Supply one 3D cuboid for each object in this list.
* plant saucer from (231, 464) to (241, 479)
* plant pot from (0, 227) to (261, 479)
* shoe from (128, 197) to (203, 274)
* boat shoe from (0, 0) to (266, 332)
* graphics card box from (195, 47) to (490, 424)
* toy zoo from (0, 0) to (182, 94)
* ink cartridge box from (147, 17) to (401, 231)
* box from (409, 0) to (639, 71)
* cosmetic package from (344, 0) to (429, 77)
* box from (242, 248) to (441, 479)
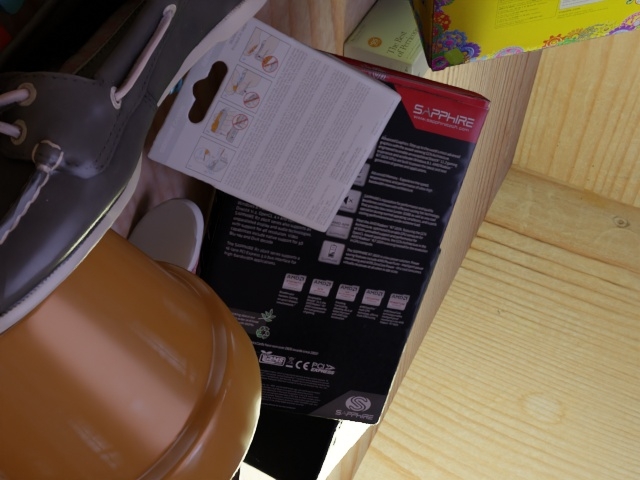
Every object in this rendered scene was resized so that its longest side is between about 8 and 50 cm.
[{"bbox_3d":[-0.186,0.332,0.843,0.311,0.050,0.311,-49,151,-40],"label":"plant saucer"},{"bbox_3d":[-0.164,0.069,0.505,0.205,0.205,0.188,-59,146,-27],"label":"plant pot"},{"bbox_3d":[-0.142,0.039,0.740,0.178,0.063,0.081,-66,166,15],"label":"shoe"},{"bbox_3d":[-0.130,-0.100,0.431,0.335,0.112,0.096,-63,146,-34],"label":"boat shoe"},{"bbox_3d":[0.000,0.000,0.823,0.094,0.232,0.371,-118,-139,-67],"label":"graphics card box"},{"bbox_3d":[-0.142,-0.173,0.514,0.192,0.030,0.293,-63,163,-15],"label":"toy zoo"},{"bbox_3d":[-0.040,-0.102,0.690,0.145,0.179,0.045,-60,-155,14],"label":"ink cartridge box"},{"bbox_3d":[0.216,-0.351,0.776,0.177,0.289,0.279,78,1,-62],"label":"box"},{"bbox_3d":[0.126,-0.300,1.079,0.239,0.098,0.060,-58,158,-33],"label":"cosmetic package"},{"bbox_3d":[0.007,0.135,1.109,0.294,0.182,0.296,-22,133,-65],"label":"box"}]
